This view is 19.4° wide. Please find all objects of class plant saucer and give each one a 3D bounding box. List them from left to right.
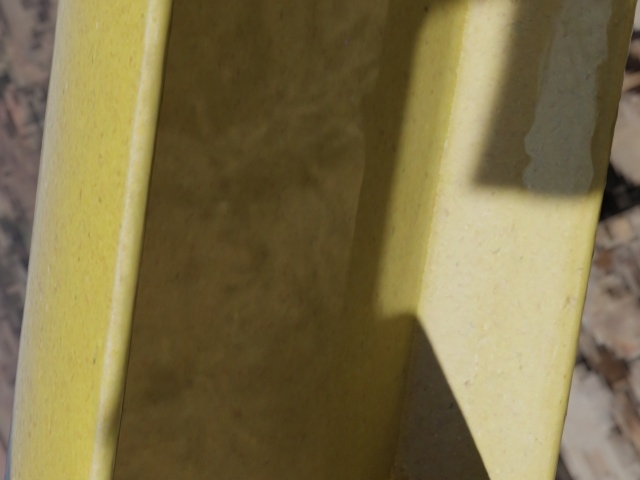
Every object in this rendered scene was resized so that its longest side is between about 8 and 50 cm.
[{"bbox_3d":[0.000,0.000,0.682,0.081,0.333,0.332,15,102,31],"label":"plant saucer"}]
